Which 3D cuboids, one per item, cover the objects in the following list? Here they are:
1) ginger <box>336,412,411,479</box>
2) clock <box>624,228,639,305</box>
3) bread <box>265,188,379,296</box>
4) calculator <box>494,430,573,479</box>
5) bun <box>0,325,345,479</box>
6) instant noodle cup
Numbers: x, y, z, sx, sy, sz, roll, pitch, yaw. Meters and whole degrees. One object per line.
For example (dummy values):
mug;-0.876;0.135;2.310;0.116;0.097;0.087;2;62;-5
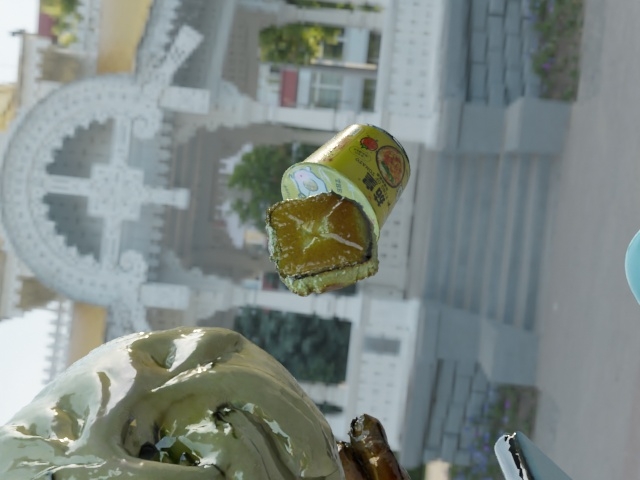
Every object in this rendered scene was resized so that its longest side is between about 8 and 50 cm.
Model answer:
ginger;0.042;0.258;1.116;0.073;0.103;0.162;14;134;58
clock;0.473;0.028;1.201;0.224;0.094;0.274;64;143;28
bread;0.000;0.000;1.407;0.069;0.140;0.128;84;170;-64
calculator;0.307;0.356;1.396;0.051;0.173;0.293;-42;19;12
bun;-0.083;0.147;0.581;0.116;0.210;0.237;101;161;-54
instant noodle cup;0.050;-0.091;1.741;0.144;0.182;0.182;-51;-24;-35
